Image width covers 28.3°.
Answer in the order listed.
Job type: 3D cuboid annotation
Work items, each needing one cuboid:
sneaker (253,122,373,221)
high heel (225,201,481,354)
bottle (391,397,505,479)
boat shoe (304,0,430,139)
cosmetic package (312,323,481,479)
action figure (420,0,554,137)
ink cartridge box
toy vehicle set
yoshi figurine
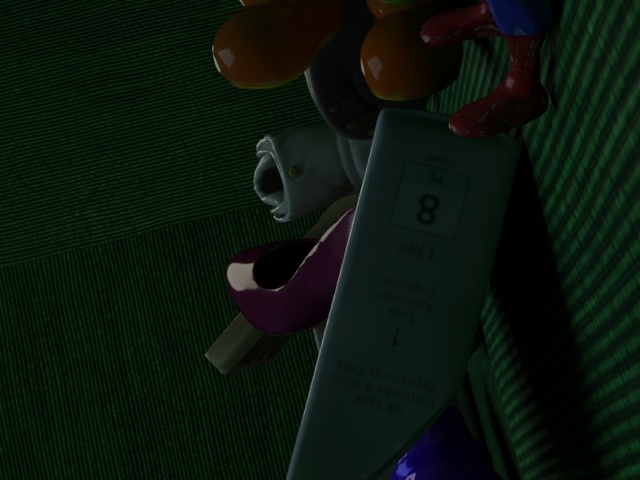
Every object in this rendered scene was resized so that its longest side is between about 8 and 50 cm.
[{"bbox_3d":[0.013,-0.087,1.258,0.292,0.169,0.108,-73,-32,-88],"label":"sneaker"},{"bbox_3d":[0.000,0.000,1.212,0.377,0.127,0.181,8,130,51],"label":"high heel"},{"bbox_3d":[0.123,0.258,1.103,0.092,0.118,0.283,76,179,-46],"label":"bottle"},{"bbox_3d":[0.006,-0.233,0.975,0.116,0.123,0.324,-101,-1,-53],"label":"boat shoe"},{"bbox_3d":[0.086,0.180,1.376,0.129,0.153,0.296,74,-179,-77],"label":"cosmetic package"},{"bbox_3d":[0.025,-0.143,0.487,0.280,0.139,0.091,81,174,-58],"label":"action figure"},{"bbox_3d":[0.029,0.135,0.815,0.308,0.091,0.385,86,-163,-83],"label":"ink cartridge box"},{"bbox_3d":[-0.012,0.040,1.460,0.035,0.267,0.166,43,-168,11],"label":"toy vehicle set"},{"bbox_3d":[-0.021,-0.242,0.670,0.203,0.204,0.362,-131,26,-53],"label":"yoshi figurine"}]
